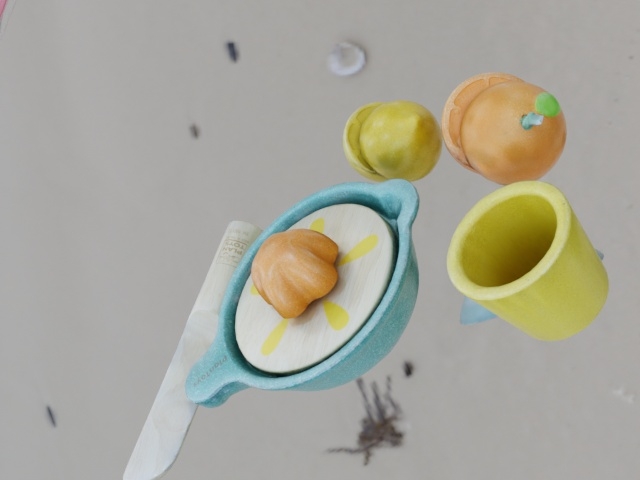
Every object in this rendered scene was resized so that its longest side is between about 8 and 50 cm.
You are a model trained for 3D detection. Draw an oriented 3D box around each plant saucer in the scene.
[{"bbox_3d":[0.155,0.027,0.898,0.119,0.119,0.021,-23,94,44],"label":"plant saucer"}]

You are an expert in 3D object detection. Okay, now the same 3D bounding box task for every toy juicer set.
[{"bbox_3d":[0.000,0.000,0.695,0.329,0.089,0.209,-25,43,30],"label":"toy juicer set"}]

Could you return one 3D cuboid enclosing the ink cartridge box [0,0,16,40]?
[{"bbox_3d":[-0.315,-0.236,0.878,0.067,0.198,0.115,-169,99,-78],"label":"ink cartridge box"}]
